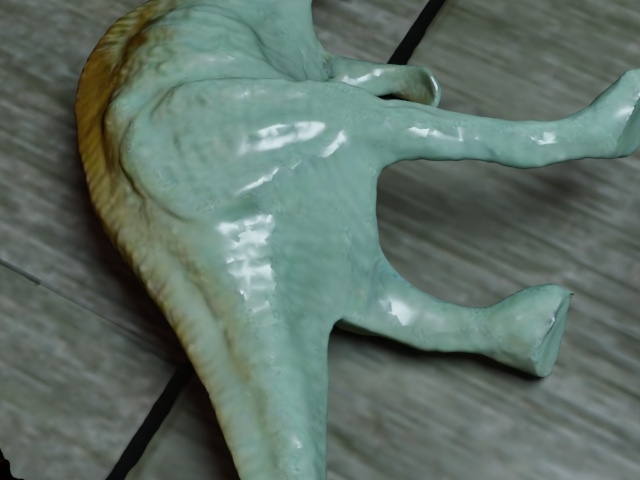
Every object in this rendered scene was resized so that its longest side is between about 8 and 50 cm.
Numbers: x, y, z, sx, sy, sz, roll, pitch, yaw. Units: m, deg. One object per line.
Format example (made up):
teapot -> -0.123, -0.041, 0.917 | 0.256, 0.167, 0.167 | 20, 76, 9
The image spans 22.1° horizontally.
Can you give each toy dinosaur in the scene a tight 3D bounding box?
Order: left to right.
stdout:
toy dinosaur -> 0.000, 0.000, 0.553 | 0.205, 0.092, 0.393 | 11, 64, 10

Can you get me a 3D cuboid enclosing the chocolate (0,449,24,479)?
chocolate -> -0.160, 0.089, 0.495 | 0.156, 0.133, 0.156 | -1, 60, 1
